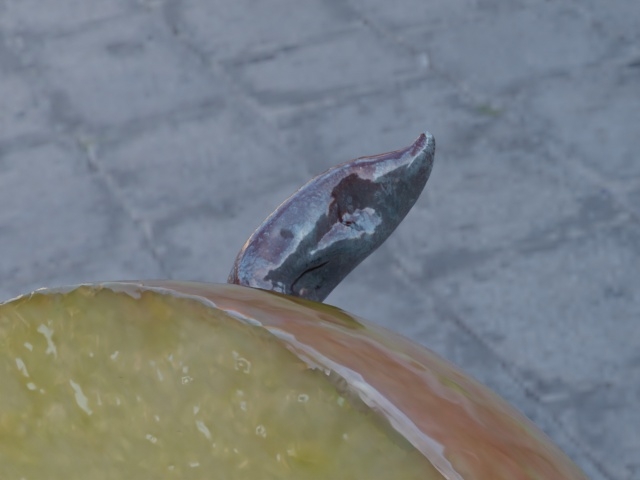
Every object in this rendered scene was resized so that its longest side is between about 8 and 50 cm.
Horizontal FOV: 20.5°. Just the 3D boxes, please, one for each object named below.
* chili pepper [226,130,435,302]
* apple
[{"bbox_3d":[-0.001,0.000,0.859,0.041,0.050,0.153,29,62,32],"label":"chili pepper"},{"bbox_3d":[-0.009,0.152,0.715,0.252,0.314,0.309,-32,69,-13],"label":"apple"}]
